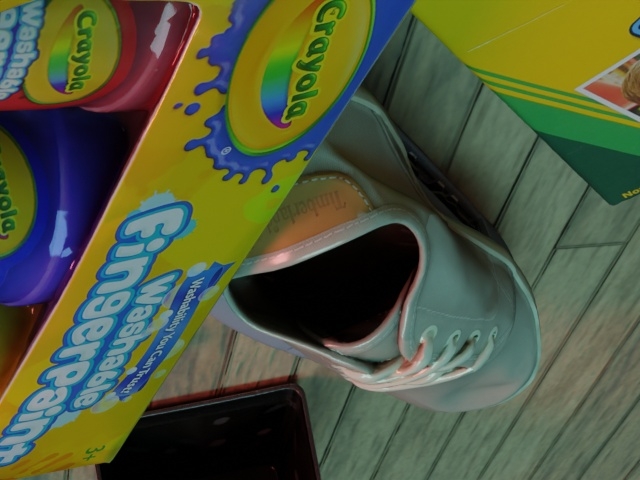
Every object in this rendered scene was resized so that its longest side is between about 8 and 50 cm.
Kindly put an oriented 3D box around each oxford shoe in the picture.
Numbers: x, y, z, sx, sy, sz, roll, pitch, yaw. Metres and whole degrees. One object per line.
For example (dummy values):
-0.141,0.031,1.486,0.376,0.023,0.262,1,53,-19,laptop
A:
0.044,0.045,1.005,0.169,0.130,0.449,-22,149,12,oxford shoe

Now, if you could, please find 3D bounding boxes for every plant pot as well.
-0.088,0.251,1.345,0.188,0.187,0.167,-11,162,-4,plant pot

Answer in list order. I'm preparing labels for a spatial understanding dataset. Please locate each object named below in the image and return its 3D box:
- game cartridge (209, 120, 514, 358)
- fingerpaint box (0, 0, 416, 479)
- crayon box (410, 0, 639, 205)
0.000,0.000,1.085,0.196,0.060,0.294,-28,146,16,game cartridge
-0.209,-0.034,0.734,0.371,0.163,0.445,-6,145,-39,fingerpaint box
0.242,-0.191,0.816,0.363,0.106,0.313,-28,146,23,crayon box
